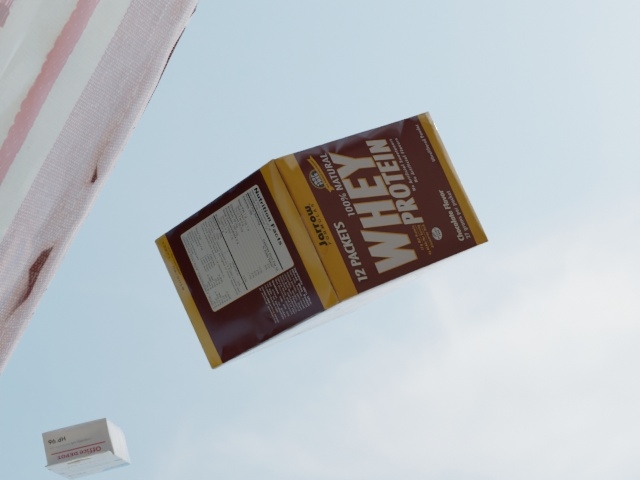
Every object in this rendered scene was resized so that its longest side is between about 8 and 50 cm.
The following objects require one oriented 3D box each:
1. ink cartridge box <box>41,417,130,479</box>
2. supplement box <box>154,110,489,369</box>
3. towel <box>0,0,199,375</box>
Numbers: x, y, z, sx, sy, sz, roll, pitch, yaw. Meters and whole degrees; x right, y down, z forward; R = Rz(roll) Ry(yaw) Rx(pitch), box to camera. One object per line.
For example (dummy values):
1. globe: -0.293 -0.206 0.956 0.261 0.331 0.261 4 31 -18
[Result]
1. ink cartridge box: -0.167 0.147 1.124 0.048 0.028 0.083 -14 -14 -1
2. supplement box: 0.000 0.000 1.388 0.191 0.129 0.194 -20 -7 -41
3. towel: -0.116 -0.035 0.368 0.237 0.037 0.329 -62 -11 4
